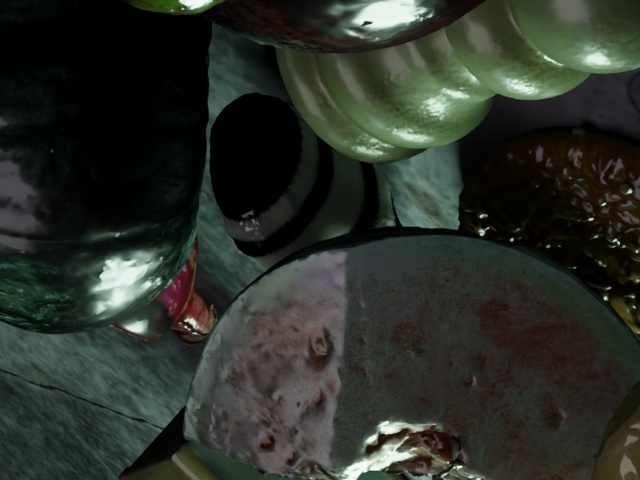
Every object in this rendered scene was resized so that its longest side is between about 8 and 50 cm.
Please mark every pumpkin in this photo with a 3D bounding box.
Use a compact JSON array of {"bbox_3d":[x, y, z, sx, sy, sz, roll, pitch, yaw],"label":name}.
[{"bbox_3d":[-0.197,-0.084,1.364,0.238,0.315,0.315,-1,148,-4],"label":"pumpkin"}]

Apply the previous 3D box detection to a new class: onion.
[{"bbox_3d":[-0.163,0.017,1.649,0.218,0.140,0.195,29,167,-32],"label":"onion"}]

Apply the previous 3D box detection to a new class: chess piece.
[{"bbox_3d":[0.106,-0.133,1.090,0.251,0.144,0.144,-12,121,50],"label":"chess piece"}]

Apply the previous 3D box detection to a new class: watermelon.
[{"bbox_3d":[0.079,0.066,1.293,0.321,0.188,0.175,9,-165,-3],"label":"watermelon"}]

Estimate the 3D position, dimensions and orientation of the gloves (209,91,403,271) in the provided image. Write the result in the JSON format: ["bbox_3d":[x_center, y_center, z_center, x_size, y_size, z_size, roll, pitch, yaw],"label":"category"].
[{"bbox_3d":[0.007,-0.014,1.398,0.218,0.131,0.140,31,-170,-45],"label":"gloves"}]

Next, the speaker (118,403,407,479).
[{"bbox_3d":[-0.040,0.239,1.773,0.231,0.153,0.192,47,151,-8],"label":"speaker"}]

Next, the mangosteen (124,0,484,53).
[{"bbox_3d":[-0.012,-0.223,0.934,0.300,0.300,0.300,32,151,20],"label":"mangosteen"}]

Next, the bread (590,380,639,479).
[{"bbox_3d":[0.350,0.187,1.109,0.388,0.183,0.236,25,121,16],"label":"bread"}]

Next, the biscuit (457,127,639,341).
[{"bbox_3d":[0.215,0.049,1.290,0.305,0.038,0.305,32,151,20],"label":"biscuit"}]
